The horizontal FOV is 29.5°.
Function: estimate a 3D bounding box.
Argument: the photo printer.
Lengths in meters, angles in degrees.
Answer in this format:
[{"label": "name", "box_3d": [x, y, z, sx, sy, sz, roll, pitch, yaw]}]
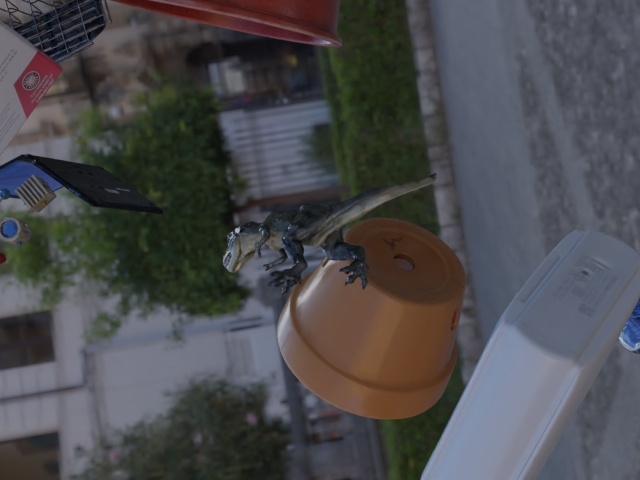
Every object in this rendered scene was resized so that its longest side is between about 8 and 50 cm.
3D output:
[{"label": "photo printer", "box_3d": [0.218, 0.165, 1.291, 0.256, 0.107, 0.308, -40, -25, -51]}]

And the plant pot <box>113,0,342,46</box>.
[{"label": "plant pot", "box_3d": [-0.084, -0.360, 1.267, 0.272, 0.272, 0.265, -118, 40, -83]}]

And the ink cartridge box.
[{"label": "ink cartridge box", "box_3d": [-0.449, -0.214, 1.459, 0.218, 0.158, 0.092, 37, 178, -42]}]

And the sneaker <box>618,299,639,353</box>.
[{"label": "sneaker", "box_3d": [0.472, 0.093, 1.844, 0.211, 0.080, 0.081, -99, -12, -57]}]

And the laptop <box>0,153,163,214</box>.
[{"label": "laptop", "box_3d": [-0.464, -0.072, 2.189, 0.137, 0.264, 0.234, -60, -21, 11]}]

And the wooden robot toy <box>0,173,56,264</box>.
[{"label": "wooden robot toy", "box_3d": [-0.363, -0.011, 1.272, 0.079, 0.173, 0.076, 50, -165, -79]}]

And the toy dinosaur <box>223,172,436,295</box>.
[{"label": "toy dinosaur", "box_3d": [0.000, 0.000, 1.322, 0.064, 0.268, 0.118, 55, -154, -43]}]

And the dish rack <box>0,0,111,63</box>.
[{"label": "dish rack", "box_3d": [-0.407, -0.383, 1.795, 0.074, 0.208, 0.272, 17, -126, -68]}]

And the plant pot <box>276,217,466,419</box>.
[{"label": "plant pot", "box_3d": [0.097, 0.104, 1.890, 0.291, 0.290, 0.203, -102, 26, -47]}]
